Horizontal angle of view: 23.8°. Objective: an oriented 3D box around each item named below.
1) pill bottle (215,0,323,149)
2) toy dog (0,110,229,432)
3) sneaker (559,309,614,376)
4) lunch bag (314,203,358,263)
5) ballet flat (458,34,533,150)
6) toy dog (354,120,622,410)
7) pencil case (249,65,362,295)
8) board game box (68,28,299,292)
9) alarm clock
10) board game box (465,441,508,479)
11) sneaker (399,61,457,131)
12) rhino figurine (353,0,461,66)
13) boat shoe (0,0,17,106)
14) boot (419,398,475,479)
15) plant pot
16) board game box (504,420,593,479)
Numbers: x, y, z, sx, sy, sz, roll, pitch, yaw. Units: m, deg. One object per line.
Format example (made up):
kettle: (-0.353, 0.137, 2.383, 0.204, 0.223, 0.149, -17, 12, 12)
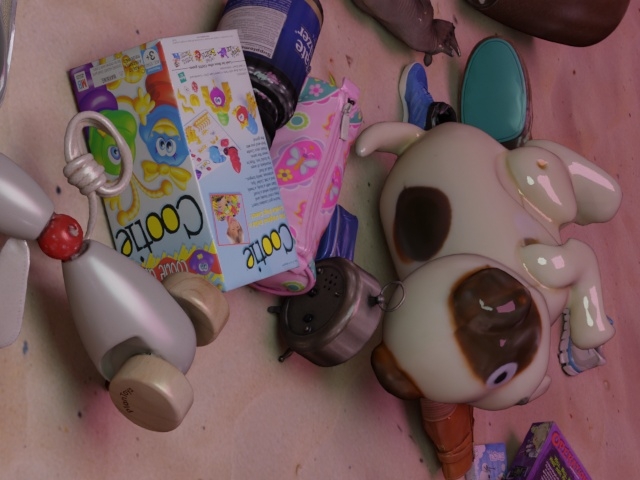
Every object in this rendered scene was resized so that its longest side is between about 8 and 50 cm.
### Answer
pill bottle: (-0.078, -0.207, 1.825, 0.123, 0.123, 0.219, 45, 47, -36)
toy dog: (-0.247, 0.053, 1.544, 0.220, 0.161, 0.334, -34, 92, -48)
sneaker: (0.433, 0.121, 2.436, 0.071, 0.083, 0.191, 23, 61, -46)
lunch bag: (0.000, 0.000, 1.914, 0.065, 0.067, 0.098, 32, 56, -42)
ballet flat: (0.280, -0.133, 2.301, 0.124, 0.116, 0.342, 14, 68, -72)
toy dog: (0.205, 0.039, 1.941, 0.395, 0.284, 0.408, 45, 33, -24)
pencil case: (-0.030, -0.073, 1.852, 0.124, 0.124, 0.284, 45, 48, -36)
board game box: (-0.149, -0.078, 1.678, 0.144, 0.142, 0.275, -18, 94, -55)
alarm clock: (0.024, 0.079, 1.819, 0.064, 0.192, 0.129, 38, 51, -39)
board game box: (0.239, 0.336, 2.168, 0.090, 0.020, 0.090, 3, 77, -52)
sneaker: (0.158, -0.191, 2.162, 0.058, 0.084, 0.152, 32, 55, -44)
rhino figurine: (0.125, -0.327, 2.166, 0.243, 0.073, 0.106, 36, 47, -38)
boat shoe: (-0.353, -0.263, 1.510, 0.118, 0.103, 0.320, -4, 77, -8)
boot: (0.193, 0.228, 2.111, 0.197, 0.073, 0.152, -38, 118, -52)
plant pot: (0.335, -0.412, 2.387, 0.230, 0.215, 0.215, -6, 84, -38)
board game box: (0.372, 0.460, 2.234, 0.347, 0.056, 0.208, 55, 51, -23)
